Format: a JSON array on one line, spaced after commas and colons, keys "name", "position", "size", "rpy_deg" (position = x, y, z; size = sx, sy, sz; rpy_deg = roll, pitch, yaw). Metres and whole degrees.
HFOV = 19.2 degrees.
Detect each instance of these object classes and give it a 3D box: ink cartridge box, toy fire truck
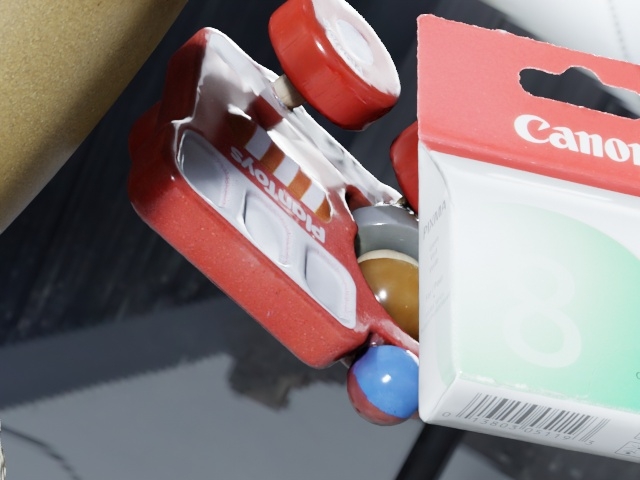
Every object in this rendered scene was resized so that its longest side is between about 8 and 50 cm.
[{"name": "ink cartridge box", "position": [0.134, -0.009, 0.868], "size": [0.181, 0.056, 0.224], "rpy_deg": [12, 59, -16]}, {"name": "toy fire truck", "position": [0.000, 0.000, 1.237], "size": [0.302, 0.169, 0.254], "rpy_deg": [45, 26, -23]}]

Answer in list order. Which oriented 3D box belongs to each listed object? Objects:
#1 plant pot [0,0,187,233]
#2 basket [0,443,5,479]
[{"name": "plant pot", "position": [-0.207, -0.103, 0.977], "size": [0.237, 0.254, 0.237], "rpy_deg": [27, 10, -5]}, {"name": "basket", "position": [-0.209, 0.118, 0.844], "size": [0.113, 0.167, 0.103], "rpy_deg": [-17, 21, -39]}]
